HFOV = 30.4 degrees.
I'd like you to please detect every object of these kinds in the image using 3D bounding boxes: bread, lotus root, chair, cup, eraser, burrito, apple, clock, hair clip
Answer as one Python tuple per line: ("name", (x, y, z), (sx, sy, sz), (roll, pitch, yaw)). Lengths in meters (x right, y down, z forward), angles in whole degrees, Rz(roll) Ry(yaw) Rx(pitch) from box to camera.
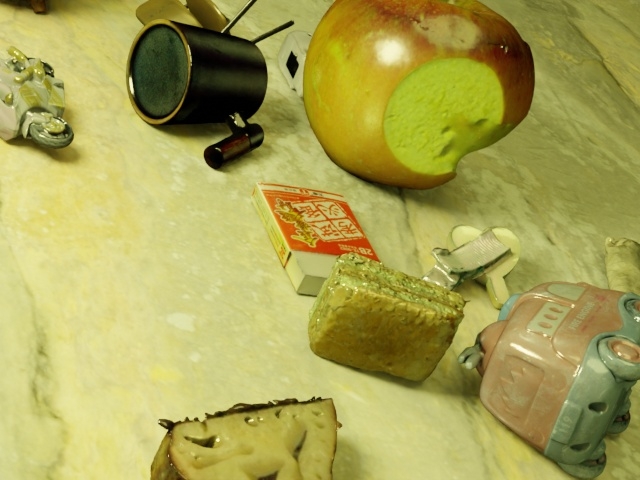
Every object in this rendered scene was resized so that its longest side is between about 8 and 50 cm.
("bread", (0.088, 0.109, 1.583), (0.196, 0.138, 0.102), (21, 35, -11))
("lotus root", (-0.064, 0.255, 1.308), (0.261, 0.074, 0.170), (2, 39, -37))
("chair", (-0.202, -0.416, 2.140), (0.247, 0.172, 0.159), (-40, 62, -10))
("cup", (-0.195, -0.229, 1.909), (0.166, 0.239, 0.177), (-3, -1, 43))
("eraser", (0.000, 0.000, 1.772), (0.157, 0.038, 0.230), (8, 35, -29))
("burrito", (0.540, 0.082, 2.040), (0.082, 0.059, 0.275), (17, 31, -3))
("apple", (0.157, -0.256, 1.989), (0.384, 0.374, 0.374), (25, 30, 7))
("clock", (-0.005, -0.326, 2.217), (0.117, 0.080, 0.176), (7, 37, -29))
("hair clip", (0.253, 0.037, 1.879), (0.159, 0.071, 0.218), (46, 41, 19))

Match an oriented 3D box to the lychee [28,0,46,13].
("lychee", (-0.508, -0.534, 1.980), (0.276, 0.304, 0.276), (-6, 16, 2))

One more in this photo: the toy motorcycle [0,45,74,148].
("toy motorcycle", (-0.446, -0.207, 1.713), (0.152, 0.073, 0.225), (5, 38, -28))

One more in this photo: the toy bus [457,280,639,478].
("toy bus", (0.337, 0.167, 1.642), (0.232, 0.197, 0.294), (25, 31, 18))
